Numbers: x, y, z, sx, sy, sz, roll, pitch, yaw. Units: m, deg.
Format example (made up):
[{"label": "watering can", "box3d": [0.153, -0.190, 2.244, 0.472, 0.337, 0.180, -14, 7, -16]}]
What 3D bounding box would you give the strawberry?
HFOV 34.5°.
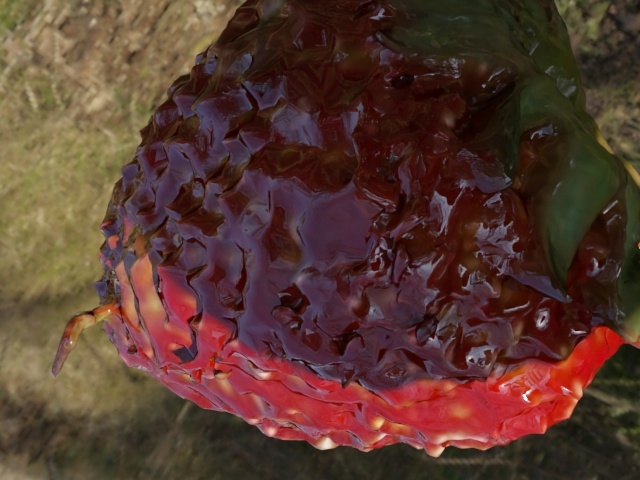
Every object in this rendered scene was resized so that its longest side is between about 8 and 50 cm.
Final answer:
[{"label": "strawberry", "box3d": [-0.001, 0.000, 0.561, 0.344, 0.292, 0.292, -29, 127, 25]}]
